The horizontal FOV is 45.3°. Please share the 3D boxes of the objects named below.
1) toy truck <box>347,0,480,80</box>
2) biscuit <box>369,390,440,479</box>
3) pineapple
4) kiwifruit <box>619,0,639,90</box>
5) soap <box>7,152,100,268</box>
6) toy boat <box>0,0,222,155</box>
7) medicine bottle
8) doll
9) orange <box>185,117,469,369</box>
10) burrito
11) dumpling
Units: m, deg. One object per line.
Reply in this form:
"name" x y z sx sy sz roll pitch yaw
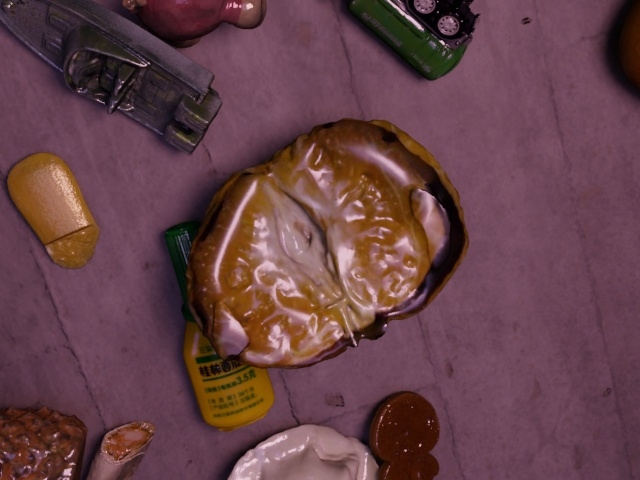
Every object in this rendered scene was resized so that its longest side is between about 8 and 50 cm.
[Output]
"toy truck" 0.103 -0.321 1.008 0.242 0.101 0.125 39 137 -15
"biscuit" 0.130 0.319 1.176 0.124 0.026 0.175 -3 89 -28
"pineapple" -0.502 0.298 1.058 0.341 0.169 0.169 10 102 -5
"kiwifruit" 0.518 -0.294 1.025 0.196 0.196 0.234 28 94 -12
"soap" -0.359 -0.039 1.054 0.089 0.033 0.168 -28 106 3
"toy boat" -0.278 -0.229 0.967 0.320 0.141 0.092 32 60 -11
"medicine bottle" -0.153 0.121 1.096 0.111 0.076 0.308 -18 104 -10
"doll" -0.162 -0.375 0.940 0.196 0.152 0.255 -9 93 5
"orange" 0.000 0.000 1.017 0.369 0.210 0.270 -29 98 2
"burrito" -0.322 0.372 1.135 0.060 0.087 0.226 34 103 25
"dumpling" -0.014 0.368 1.153 0.252 0.131 0.179 18 78 -7
